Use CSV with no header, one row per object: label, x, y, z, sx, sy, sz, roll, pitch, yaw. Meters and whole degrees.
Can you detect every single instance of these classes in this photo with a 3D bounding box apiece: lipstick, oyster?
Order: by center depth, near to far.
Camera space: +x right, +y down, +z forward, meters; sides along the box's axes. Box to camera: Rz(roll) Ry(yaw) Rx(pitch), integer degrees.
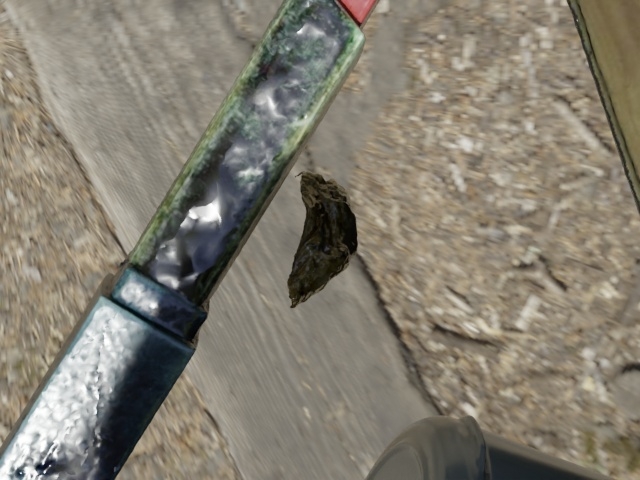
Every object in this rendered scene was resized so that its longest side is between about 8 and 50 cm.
lipstick,-0.044,-0.016,0.710,0.051,0.051,0.312,32,98,-6
oyster,0.001,0.002,0.957,0.051,0.034,0.093,37,53,-53

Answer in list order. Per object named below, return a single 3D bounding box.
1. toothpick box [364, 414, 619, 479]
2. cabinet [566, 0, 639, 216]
toothpick box,0.185,0.266,1.020,0.355,0.263,0.263,20,92,-10
cabinet,0.184,-0.116,0.499,0.215,0.175,0.148,-14,129,19
